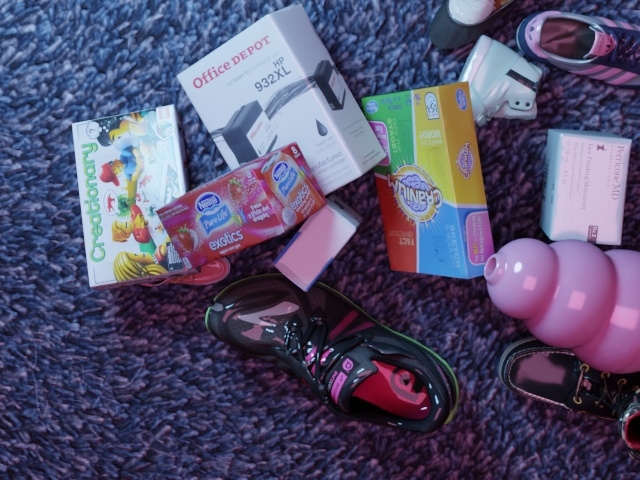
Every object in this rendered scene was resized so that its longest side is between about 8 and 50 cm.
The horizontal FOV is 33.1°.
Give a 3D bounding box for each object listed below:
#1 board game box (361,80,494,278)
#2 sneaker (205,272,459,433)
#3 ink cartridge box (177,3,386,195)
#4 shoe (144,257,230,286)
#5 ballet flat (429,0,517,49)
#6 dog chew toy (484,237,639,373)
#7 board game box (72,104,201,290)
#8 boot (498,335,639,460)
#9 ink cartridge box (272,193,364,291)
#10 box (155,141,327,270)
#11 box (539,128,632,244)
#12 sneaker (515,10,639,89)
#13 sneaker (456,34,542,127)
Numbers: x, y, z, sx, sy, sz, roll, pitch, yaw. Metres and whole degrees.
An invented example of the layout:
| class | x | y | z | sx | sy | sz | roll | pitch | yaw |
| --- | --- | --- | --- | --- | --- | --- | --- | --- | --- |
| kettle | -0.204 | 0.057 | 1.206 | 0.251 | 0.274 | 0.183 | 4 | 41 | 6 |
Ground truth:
| class | x | y | z | sx | sy | sz | roll | pitch | yaw |
| --- | --- | --- | --- | --- | --- | --- | --- | --- | --- |
| board game box | 0.182 | -0.101 | 1.834 | 0.064 | 0.242 | 0.316 | -14 | 98 | -27 |
| sneaker | 0.028 | 0.198 | 1.907 | 0.483 | 0.202 | 0.185 | 22 | 99 | 1 |
| ink cartridge box | -0.067 | -0.214 | 1.856 | 0.223 | 0.129 | 0.307 | -27 | 96 | 31 |
| shoe | -0.257 | 0.056 | 1.968 | 0.178 | 0.081 | 0.063 | 0 | 99 | 4 |
| ballet flat | 0.298 | -0.436 | 1.841 | 0.280 | 0.096 | 0.095 | -35 | 71 | 7 |
| dog chew toy | 0.415 | 0.091 | 1.741 | 0.332 | 0.206 | 0.206 | 19 | 100 | -17 |
| board game box | -0.329 | -0.077 | 1.923 | 0.193 | 0.053 | 0.305 | -10 | 79 | 6 |
| boot | 0.504 | 0.270 | 1.839 | 0.377 | 0.284 | 0.138 | 13 | 100 | 1 |
| ink cartridge box | 0.000 | 0.000 | 1.885 | 0.082 | 0.191 | 0.139 | 39 | 99 | -1 |
| box | -0.134 | -0.055 | 1.792 | 0.257 | 0.128 | 0.122 | -21 | 99 | 42 |
| box | 0.448 | -0.095 | 1.840 | 0.119 | 0.182 | 0.181 | 4 | 99 | 4 |
| sneaker | 0.493 | -0.319 | 1.828 | 0.319 | 0.131 | 0.112 | 8 | 99 | 3 |
| sneaker | 0.292 | -0.211 | 1.880 | 0.151 | 0.094 | 0.256 | 25 | 101 | -3 |
